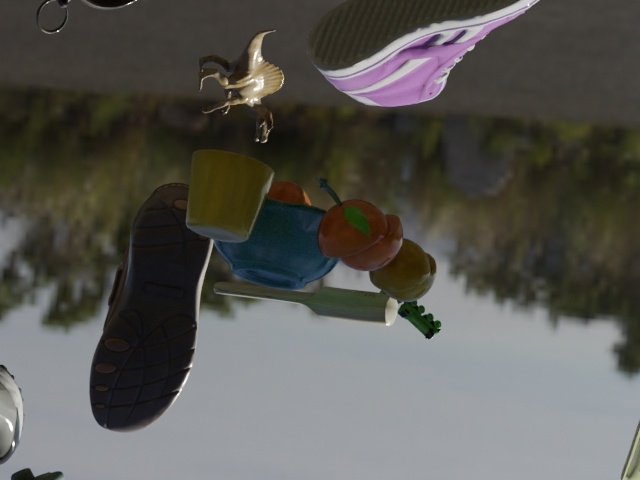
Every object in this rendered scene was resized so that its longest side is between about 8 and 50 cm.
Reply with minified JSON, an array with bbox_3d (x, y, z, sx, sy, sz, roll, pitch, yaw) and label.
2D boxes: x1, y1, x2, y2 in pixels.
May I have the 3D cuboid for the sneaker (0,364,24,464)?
[{"bbox_3d":[-0.376,0.146,1.973,0.100,0.108,0.271,-7,137,11],"label":"sneaker"}]

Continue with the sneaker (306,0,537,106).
[{"bbox_3d":[0.138,-0.231,2.100,0.282,0.102,0.161,-20,152,16],"label":"sneaker"}]

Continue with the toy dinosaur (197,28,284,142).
[{"bbox_3d":[-0.086,-0.181,2.121,0.093,0.053,0.183,-2,143,-2],"label":"toy dinosaur"}]

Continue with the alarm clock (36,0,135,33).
[{"bbox_3d":[-0.239,-0.300,2.088,0.064,0.192,0.129,33,174,41],"label":"alarm clock"}]

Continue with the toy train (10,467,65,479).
[{"bbox_3d":[-0.359,0.327,1.951,0.190,0.142,0.334,-17,172,-41],"label":"toy train"}]

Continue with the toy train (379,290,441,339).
[{"bbox_3d":[0.095,0.074,2.083,0.083,0.023,0.017,43,147,-16],"label":"toy train"}]

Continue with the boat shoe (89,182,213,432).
[{"bbox_3d":[-0.201,0.080,2.395,0.123,0.324,0.116,17,-165,-11],"label":"boat shoe"}]

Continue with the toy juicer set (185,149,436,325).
[{"bbox_3d":[0.000,0.000,1.697,0.209,0.089,0.329,12,166,5],"label":"toy juicer set"}]

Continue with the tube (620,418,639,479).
[{"bbox_3d":[0.353,0.254,2.085,0.062,0.070,0.240,-25,148,6],"label":"tube"}]
